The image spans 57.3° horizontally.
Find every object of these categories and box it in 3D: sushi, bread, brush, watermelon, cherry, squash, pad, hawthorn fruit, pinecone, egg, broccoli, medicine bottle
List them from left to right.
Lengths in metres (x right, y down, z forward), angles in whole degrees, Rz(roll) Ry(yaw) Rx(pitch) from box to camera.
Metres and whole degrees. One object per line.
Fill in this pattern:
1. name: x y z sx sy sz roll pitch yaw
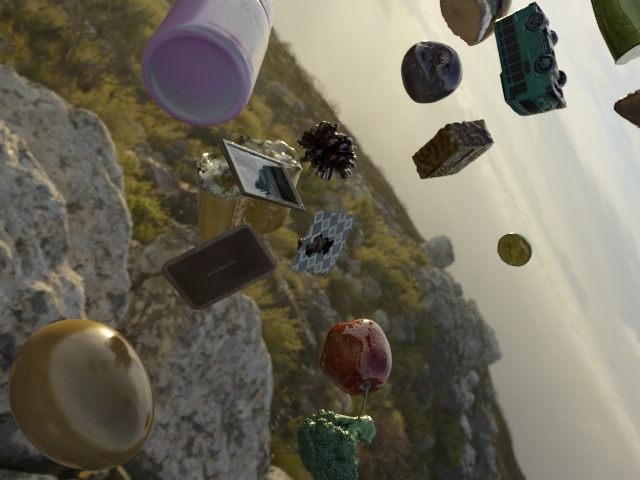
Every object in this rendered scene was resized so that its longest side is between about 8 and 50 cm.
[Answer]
1. egg: -0.558 0.364 1.383 0.374 0.301 0.301 55 17 16
2. medicine bottle: -0.183 -0.345 1.015 0.178 0.178 0.291 50 30 -32
3. pad: -0.258 0.073 1.514 0.176 0.266 0.002 59 7 -31
4. bread: -0.279 -0.154 1.981 0.360 0.394 0.250 -22 60 -30
5. sushi: 0.000 0.000 2.247 0.050 0.264 0.290 31 12 31
6. pinecone: 0.023 -0.272 1.826 0.195 0.150 0.179 40 -21 0
7. broccoli: 0.054 0.661 1.902 0.270 0.270 0.270 -22 83 -27
8. hawthorn fruit: 0.085 0.263 1.227 0.163 0.162 0.203 49 4 -33
9. cherry: 0.301 -0.451 1.581 0.176 0.176 0.140 43 57 -43
10. bread: 0.393 -0.266 1.736 0.181 0.222 0.096 -9 72 -29
11. brush: 0.457 -0.668 1.751 0.174 0.166 0.267 32 -21 23
12. watermelon: 0.580 0.022 1.725 0.062 0.105 0.106 -23 85 -40
13. squash: 0.493 -0.413 0.968 0.094 0.094 0.224 -9 78 -69

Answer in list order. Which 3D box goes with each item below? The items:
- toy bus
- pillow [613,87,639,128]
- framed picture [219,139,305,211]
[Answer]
1. toy bus: 0.330 -0.279 0.927 0.079 0.091 0.160 14 65 -51
2. pillow: 0.556 -0.170 0.774 0.236 0.223 0.084 32 54 -19
3. framed picture: -0.161 -0.176 1.644 0.260 0.023 0.189 14 44 -52
